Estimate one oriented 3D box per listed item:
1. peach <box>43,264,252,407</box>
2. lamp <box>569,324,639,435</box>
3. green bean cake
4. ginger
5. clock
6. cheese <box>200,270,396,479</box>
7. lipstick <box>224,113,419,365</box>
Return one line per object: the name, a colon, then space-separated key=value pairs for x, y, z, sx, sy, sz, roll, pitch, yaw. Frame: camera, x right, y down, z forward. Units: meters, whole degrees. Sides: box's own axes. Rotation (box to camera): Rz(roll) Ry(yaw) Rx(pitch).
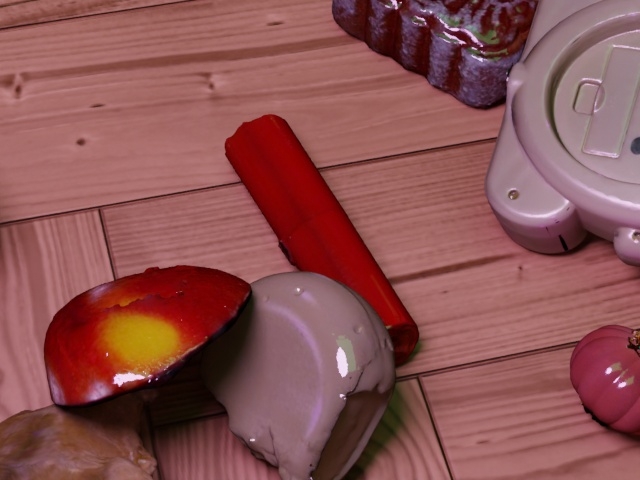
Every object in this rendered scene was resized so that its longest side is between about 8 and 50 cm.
peach: x=-0.152 y=0.059 z=1.394 sx=0.189 sy=0.068 sz=0.279 roll=-22 pitch=14 yaw=1
lamp: x=0.273 y=0.125 z=1.457 sx=0.107 sy=0.092 sz=0.107 roll=26 pitch=29 yaw=-16
green bean cake: x=0.143 y=-0.262 z=1.717 sx=0.233 sy=0.097 sz=0.198 roll=36 pitch=60 yaw=20
ginger: x=-0.213 y=0.202 z=1.346 sx=0.219 sy=0.123 sz=0.270 roll=15 pitch=53 yaw=32
clock: x=0.329 y=-0.110 z=1.540 sx=0.309 sy=0.114 sz=0.284 roll=12 pitch=71 yaw=22
cheese: x=-0.023 y=0.111 z=1.417 sx=0.091 sy=0.175 sz=0.202 roll=12 pitch=16 yaw=-44
lipstick: x=0.000 y=-0.001 z=1.540 sx=0.073 sy=0.073 sz=0.279 roll=-22 pitch=58 yaw=-18
